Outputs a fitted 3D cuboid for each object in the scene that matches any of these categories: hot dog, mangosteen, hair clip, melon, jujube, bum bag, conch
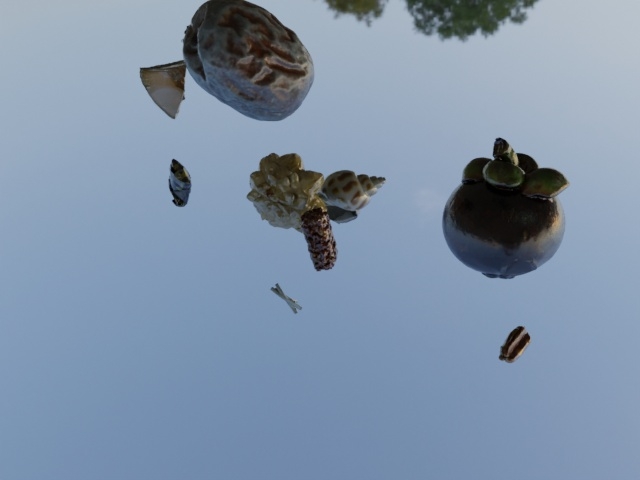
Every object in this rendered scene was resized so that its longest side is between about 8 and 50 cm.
[{"bbox_3d":[0.405,0.219,1.339,0.122,0.049,0.037,-28,174,-44],"label":"hot dog"},{"bbox_3d":[0.439,-0.058,1.541,0.311,0.311,0.311,-5,-144,4],"label":"mangosteen"},{"bbox_3d":[-0.102,0.168,1.894,0.030,0.115,0.039,-40,-153,5],"label":"hair clip"},{"bbox_3d":[-0.398,-0.417,1.647,0.139,0.093,0.202,20,-130,-27],"label":"melon"},{"bbox_3d":[-0.157,-0.417,1.488,0.308,0.215,0.246,17,-123,-33],"label":"jujube"},{"bbox_3d":[-0.451,-0.188,2.042,0.060,0.232,0.106,-28,-99,-24],"label":"bum bag"},{"bbox_3d":[0.095,-0.166,2.241,0.275,0.183,0.148,-1,-124,33],"label":"conch"}]

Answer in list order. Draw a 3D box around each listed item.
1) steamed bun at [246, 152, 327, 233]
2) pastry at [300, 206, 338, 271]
[{"bbox_3d":[-0.120,-0.152,2.156,0.292,0.295,0.137,-12,-170,30],"label":"steamed bun"},{"bbox_3d":[-0.001,0.001,2.072,0.097,0.208,0.115,-8,-163,21],"label":"pastry"}]
